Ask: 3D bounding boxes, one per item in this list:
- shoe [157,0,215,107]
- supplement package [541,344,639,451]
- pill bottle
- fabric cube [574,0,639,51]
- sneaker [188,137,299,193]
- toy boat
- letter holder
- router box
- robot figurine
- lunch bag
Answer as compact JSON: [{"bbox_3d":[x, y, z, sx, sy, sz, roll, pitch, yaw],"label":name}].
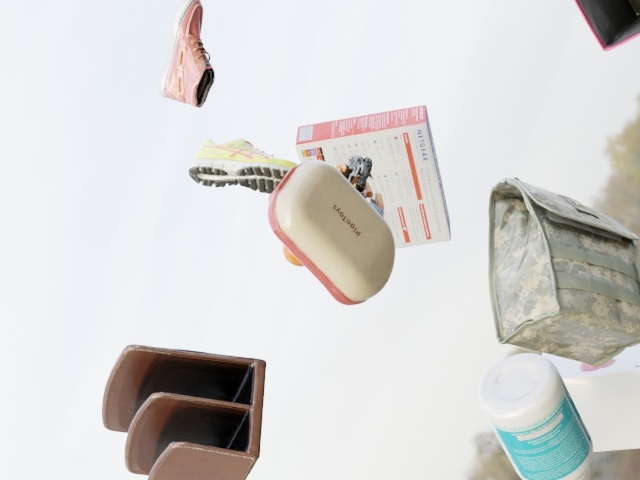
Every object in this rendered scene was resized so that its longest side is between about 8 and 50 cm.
[{"bbox_3d":[-0.209,-0.312,1.916,0.063,0.081,0.178,-13,-57,-65],"label":"shoe"},{"bbox_3d":[0.606,0.316,2.370,0.177,0.293,0.175,-45,-57,-64],"label":"supplement package"},{"bbox_3d":[0.384,0.331,2.003,0.146,0.146,0.264,-57,-50,-35],"label":"pill bottle"},{"bbox_3d":[0.531,-0.496,1.846,0.254,0.259,0.258,-28,8,35],"label":"fabric cube"},{"bbox_3d":[-0.131,-0.147,2.087,0.081,0.209,0.094,91,-172,-57],"label":"sneaker"},{"bbox_3d":[0.000,0.000,1.746,0.151,0.231,0.151,-25,24,49],"label":"toy boat"},{"bbox_3d":[-0.219,0.291,1.692,0.302,0.214,0.152,117,160,-54],"label":"letter holder"},{"bbox_3d":[0.126,-0.128,2.651,0.082,0.301,0.335,-85,-17,-52],"label":"router box"},{"bbox_3d":[0.042,-0.041,2.172,0.211,0.085,0.291,-46,22,20],"label":"robot figurine"},{"bbox_3d":[0.401,0.036,1.879,0.169,0.235,0.287,-38,47,44],"label":"lunch bag"}]
